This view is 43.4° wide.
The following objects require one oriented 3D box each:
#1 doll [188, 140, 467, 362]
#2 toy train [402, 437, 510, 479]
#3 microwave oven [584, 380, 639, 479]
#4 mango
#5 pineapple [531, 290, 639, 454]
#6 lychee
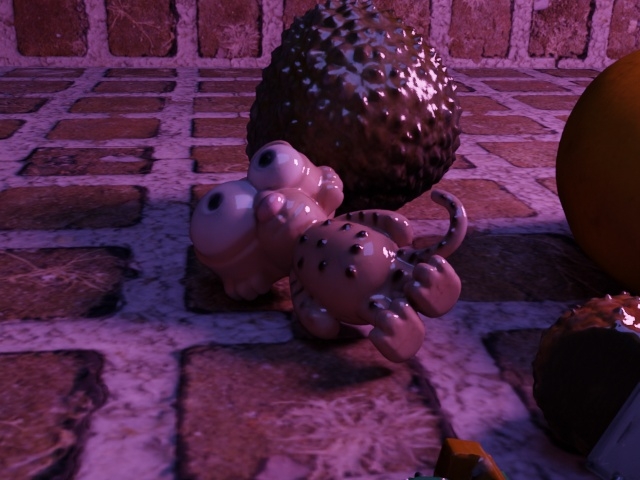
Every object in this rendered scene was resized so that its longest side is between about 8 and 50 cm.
[{"bbox_3d":[-0.001,0.002,0.698,0.278,0.119,0.154,20,70,42],"label":"doll"},{"bbox_3d":[0.091,0.163,0.309,0.136,0.091,0.228,7,17,-15],"label":"toy train"},{"bbox_3d":[0.242,0.115,0.309,0.162,0.122,0.208,38,-3,-33],"label":"microwave oven"},{"bbox_3d":[0.381,-0.061,0.768,0.299,0.232,0.446,10,30,11],"label":"mango"},{"bbox_3d":[0.220,0.078,0.550,0.108,0.108,0.197,15,15,34],"label":"pineapple"},{"bbox_3d":[0.032,-0.132,0.902,0.255,0.275,0.255,-15,2,1],"label":"lychee"}]
